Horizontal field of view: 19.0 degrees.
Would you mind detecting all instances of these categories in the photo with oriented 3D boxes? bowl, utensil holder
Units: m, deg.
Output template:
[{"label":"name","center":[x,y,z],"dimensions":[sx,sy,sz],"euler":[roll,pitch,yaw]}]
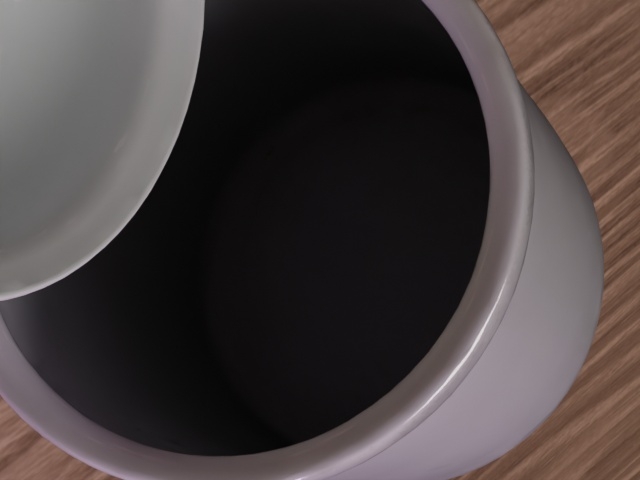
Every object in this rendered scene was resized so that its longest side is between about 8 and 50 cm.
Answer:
[{"label":"bowl","center":[-0.201,-0.123,0.927],"dimensions":[0.298,0.134,0.298],"euler":[-11,104,-52]},{"label":"utensil holder","center":[0.000,0.000,1.177],"dimensions":[0.327,0.327,0.385],"euler":[-53,161,2]}]
